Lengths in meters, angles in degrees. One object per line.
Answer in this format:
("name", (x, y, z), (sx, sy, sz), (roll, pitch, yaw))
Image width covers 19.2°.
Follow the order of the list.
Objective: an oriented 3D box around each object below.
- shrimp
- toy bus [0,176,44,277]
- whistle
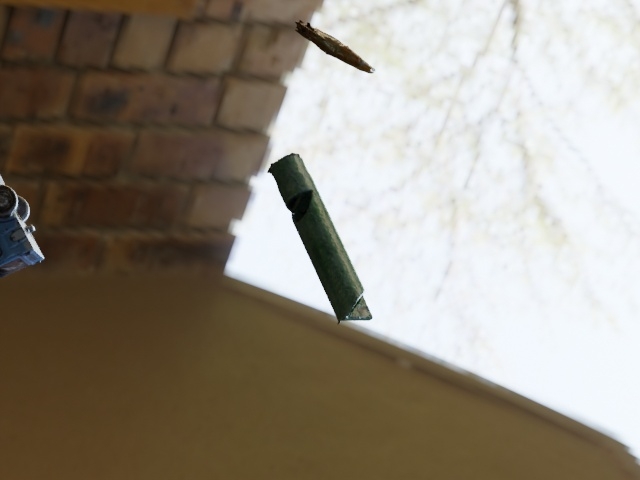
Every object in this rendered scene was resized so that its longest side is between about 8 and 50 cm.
("shrimp", (0.019, -0.233, 2.316), (0.114, 0.023, 0.083), (32, -177, 7))
("toy bus", (-0.454, -0.087, 2.298), (0.297, 0.131, 0.106), (62, 176, 7))
("whistle", (0.000, 0.000, 1.800), (0.039, 0.039, 0.186), (-2, -126, -35))
